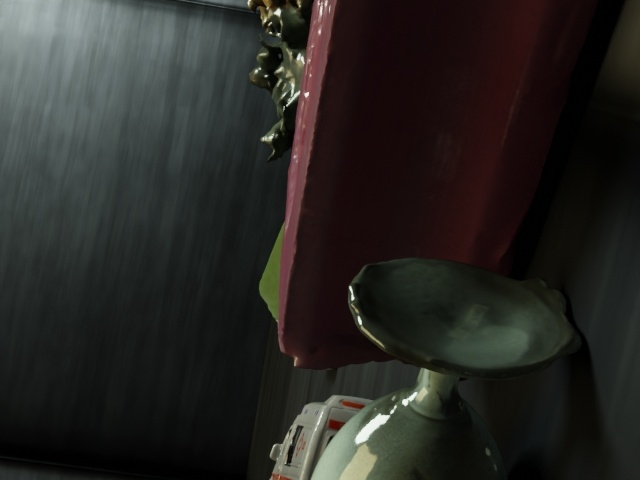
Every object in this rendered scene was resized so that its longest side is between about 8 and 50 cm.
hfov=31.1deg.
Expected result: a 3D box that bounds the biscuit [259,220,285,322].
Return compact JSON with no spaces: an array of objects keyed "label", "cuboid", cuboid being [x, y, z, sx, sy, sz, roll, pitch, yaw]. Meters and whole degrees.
[{"label":"biscuit","cuboid":[0.000,0.000,1.240,0.099,0.038,0.322,55,148,22]}]

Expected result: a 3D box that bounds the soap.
[{"label":"soap","cuboid":[0.063,-0.134,0.604,0.233,0.128,0.360,-89,7,-52]}]

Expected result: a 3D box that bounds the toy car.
[{"label":"toy car","cuboid":[0.009,0.177,0.887,0.210,0.089,0.108,131,147,-77]}]

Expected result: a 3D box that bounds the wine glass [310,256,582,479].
[{"label":"wine glass","cuboid":[0.044,0.120,0.541,0.103,0.103,0.222,-91,10,-62]}]

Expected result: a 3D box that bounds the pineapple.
[{"label":"pineapple","cuboid":[0.001,-0.256,1.190,0.223,0.222,0.357,128,142,-80]}]
